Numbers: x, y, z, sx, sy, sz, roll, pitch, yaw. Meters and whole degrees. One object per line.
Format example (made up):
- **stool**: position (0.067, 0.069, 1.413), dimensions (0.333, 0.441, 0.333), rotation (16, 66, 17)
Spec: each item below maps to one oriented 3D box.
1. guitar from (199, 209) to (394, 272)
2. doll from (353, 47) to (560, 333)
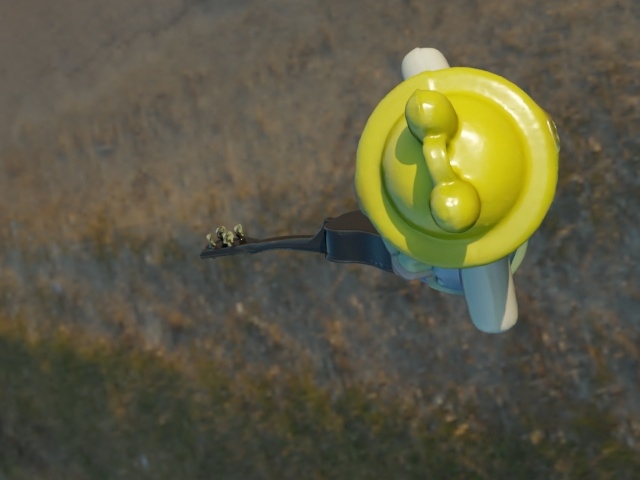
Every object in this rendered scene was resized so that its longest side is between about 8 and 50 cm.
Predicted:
- **guitar**: position (-0.001, -0.002, 1.254), dimensions (0.271, 0.084, 0.038), rotation (1, 108, 35)
- **doll**: position (0.068, -0.029, 0.715), dimensions (0.241, 0.099, 0.135), rotation (30, -103, -82)
